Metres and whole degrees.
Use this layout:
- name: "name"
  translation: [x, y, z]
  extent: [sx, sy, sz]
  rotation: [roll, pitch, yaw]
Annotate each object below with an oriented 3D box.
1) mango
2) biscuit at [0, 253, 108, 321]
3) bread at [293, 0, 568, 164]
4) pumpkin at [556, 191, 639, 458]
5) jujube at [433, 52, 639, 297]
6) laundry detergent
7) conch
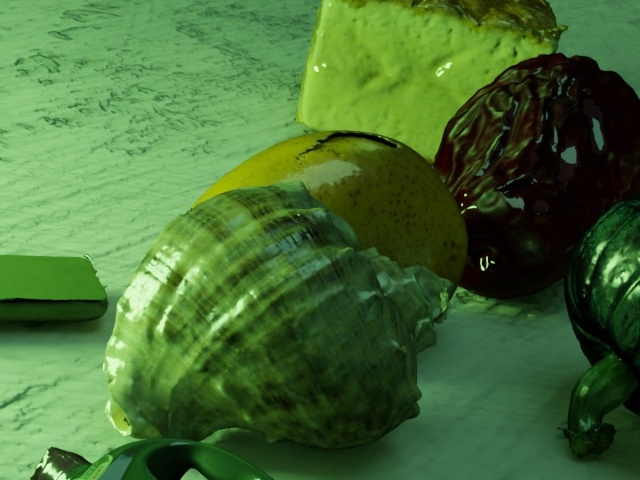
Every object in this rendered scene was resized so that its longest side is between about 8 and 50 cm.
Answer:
- name: "mango"
  translation: [0.000, 0.000, 1.384]
  extent: [0.290, 0.191, 0.160]
  rotation: [-7, 24, -30]
- name: "biscuit"
  translation: [-0.334, 0.039, 1.291]
  extent: [0.322, 0.038, 0.099]
  rotation: [1, 24, -25]
- name: "bread"
  translation: [0.124, -0.224, 1.904]
  extent: [0.279, 0.207, 0.279]
  rotation: [12, 25, -5]
- name: "pumpkin"
  translation: [0.294, 0.088, 1.334]
  extent: [0.248, 0.248, 0.248]
  rotation: [11, 24, -5]
- name: "jujube"
  translation: [0.225, -0.063, 1.639]
  extent: [0.216, 0.216, 0.342]
  rotation: [20, 33, 14]
- name: "laundry detergent"
  translation: [-0.102, 0.187, 1.020]
  extent: [0.144, 0.078, 0.222]
  rotation: [-40, 47, -21]
- name: "conch"
  translation: [-0.014, 0.071, 1.206]
  extent: [0.291, 0.210, 0.159]
  rotation: [-23, 24, -32]
